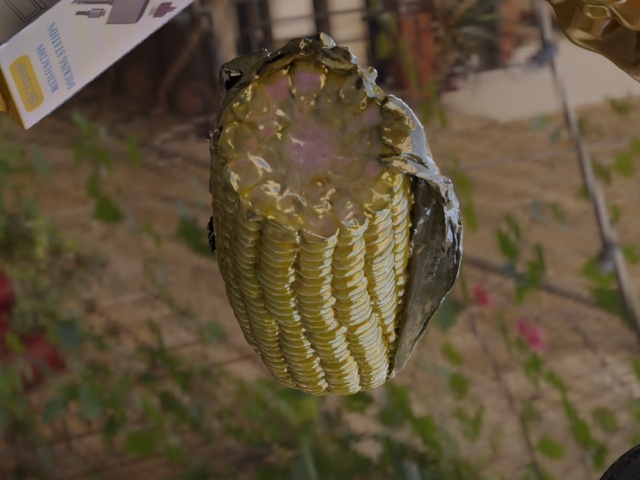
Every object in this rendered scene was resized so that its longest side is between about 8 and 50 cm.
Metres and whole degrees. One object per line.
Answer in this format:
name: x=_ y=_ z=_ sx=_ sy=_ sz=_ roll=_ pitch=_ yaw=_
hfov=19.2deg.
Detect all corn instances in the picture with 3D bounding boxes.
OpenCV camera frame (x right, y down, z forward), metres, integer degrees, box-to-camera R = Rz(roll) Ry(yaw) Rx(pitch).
corn: x=0.002 y=-0.004 z=1.030 sx=0.305 sy=0.122 sz=0.123 roll=87 pitch=-18 yaw=-68

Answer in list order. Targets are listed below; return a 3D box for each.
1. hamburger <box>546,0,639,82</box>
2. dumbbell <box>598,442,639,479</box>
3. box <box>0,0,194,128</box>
hamburger: x=0.144 y=-0.148 z=0.574 sx=0.149 sy=0.237 sz=0.237 roll=60 pitch=-34 yaw=15
dumbbell: x=0.317 y=0.303 z=1.544 sx=0.185 sy=0.185 sz=0.388 roll=52 pitch=-12 yaw=38
box: x=-0.132 y=-0.163 z=1.225 sx=0.033 sy=0.247 sz=0.129 roll=47 pitch=-12 yaw=15
